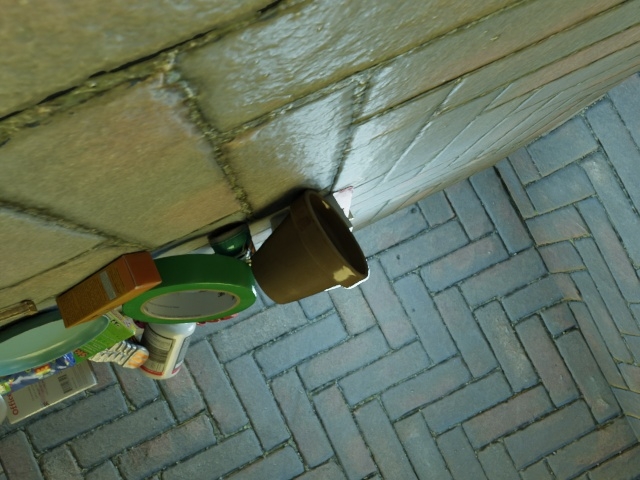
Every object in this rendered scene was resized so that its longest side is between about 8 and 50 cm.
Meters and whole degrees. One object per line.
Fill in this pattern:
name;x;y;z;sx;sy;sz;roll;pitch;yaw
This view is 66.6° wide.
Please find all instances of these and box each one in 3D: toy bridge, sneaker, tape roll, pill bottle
toy bridge;-0.639;0.162;0.922;0.188;0.026;0.063;-25;174;-9
sneaker;-0.211;0.037;1.277;0.108;0.121;0.302;-26;176;-5
tape roll;-0.323;0.128;1.214;0.321;0.077;0.321;-9;157;-4
pill bottle;-0.573;0.349;1.832;0.176;0.176;0.318;-19;139;-58
sneaker;-0.744;0.327;1.674;0.124;0.180;0.321;-44;145;-11

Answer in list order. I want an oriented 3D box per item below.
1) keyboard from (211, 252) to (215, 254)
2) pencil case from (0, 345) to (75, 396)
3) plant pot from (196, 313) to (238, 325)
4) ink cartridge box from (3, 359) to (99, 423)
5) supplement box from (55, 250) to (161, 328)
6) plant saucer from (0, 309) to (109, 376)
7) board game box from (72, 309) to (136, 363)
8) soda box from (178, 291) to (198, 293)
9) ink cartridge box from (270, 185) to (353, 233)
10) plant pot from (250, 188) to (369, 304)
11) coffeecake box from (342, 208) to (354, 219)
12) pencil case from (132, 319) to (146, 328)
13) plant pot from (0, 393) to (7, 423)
keyboard;-0.388;0.082;1.473;0.192;0.038;0.100;-22;151;-31
pencil case;-0.852;0.354;1.353;0.306;0.119;0.133;-24;143;-23
plant pot;-0.442;0.244;1.961;0.174;0.191;0.191;-23;176;11
ink cartridge box;-0.946;0.471;1.689;0.270;0.198;0.197;-23;175;-25
supplement box;-0.449;0.106;1.025;0.233;0.080;0.078;-30;174;23
plant saucer;-0.695;0.246;1.213;0.318;0.043;0.317;-27;165;-8
board game box;-0.703;0.290;1.479;0.259;0.124;0.039;-28;-149;12
soda box;-0.419;0.159;1.716;0.286;0.091;0.098;-22;174;-41
ink cartridge box;0.000;0.000;1.500;0.272;0.130;0.309;-25;159;-12
plant pot;-0.044;0.041;1.209;0.229;0.263;0.263;-34;174;14
coffeecake box;0.005;-0.059;1.722;0.142;0.068;0.185;-31;173;42
pencil case;-0.675;0.308;1.975;0.095;0.098;0.209;-26;175;6
plant pot;-0.821;0.387;0.977;0.323;0.323;0.280;-30;-170;40
